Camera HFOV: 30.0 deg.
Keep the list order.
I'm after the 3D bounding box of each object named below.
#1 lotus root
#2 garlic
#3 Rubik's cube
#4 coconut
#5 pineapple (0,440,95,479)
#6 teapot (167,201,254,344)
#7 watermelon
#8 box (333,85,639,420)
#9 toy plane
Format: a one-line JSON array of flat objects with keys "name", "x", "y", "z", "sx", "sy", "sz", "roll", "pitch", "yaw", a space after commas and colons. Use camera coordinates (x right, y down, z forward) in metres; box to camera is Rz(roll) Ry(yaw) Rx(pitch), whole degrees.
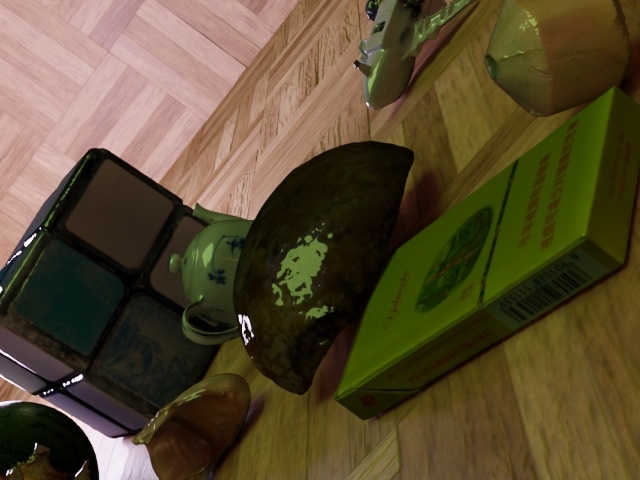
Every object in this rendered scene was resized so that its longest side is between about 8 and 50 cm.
[{"name": "lotus root", "x": -0.006, "y": -0.001, "z": 1.310, "sx": 0.314, "sy": 0.142, "sz": 0.210, "roll": -68, "pitch": 5, "yaw": -57}, {"name": "garlic", "x": -0.146, "y": 0.228, "z": 1.428, "sx": 0.174, "sy": 0.099, "sz": 0.124, "roll": -44, "pitch": -1, "yaw": 24}, {"name": "Rubik's cube", "x": -0.327, "y": 0.095, "z": 1.830, "sx": 0.318, "sy": 0.313, "sz": 0.316, "roll": -63, "pitch": 16, "yaw": -23}, {"name": "coconut", "x": 0.209, "y": -0.173, "z": 1.080, "sx": 0.122, "sy": 0.116, "sz": 0.116, "roll": -17, "pitch": 16, "yaw": -3}, {"name": "pineapple", "x": -0.277, "y": 0.375, "z": 1.008, "sx": 0.352, "sy": 0.352, "sz": 0.300, "roll": -50, "pitch": 12, "yaw": 19}, {"name": "teapot", "x": -0.132, "y": 0.044, "z": 1.588, "sx": 0.159, "sy": 0.159, "sz": 0.232, "roll": -43, "pitch": 31, "yaw": 38}, {"name": "watermelon", "x": -0.450, "y": 0.357, "z": 1.775, "sx": 0.242, "sy": 0.242, "sz": 0.242, "roll": -50, "pitch": 15, "yaw": 19}, {"name": "box", "x": 0.142, "y": 0.020, "z": 1.049, "sx": 0.335, "sy": 0.047, "sz": 0.187, "roll": -39, "pitch": 22, "yaw": 44}, {"name": "toy plane", "x": 0.111, "y": -0.297, "z": 1.737, "sx": 0.251, "sy": 0.101, "sz": 0.255, "roll": -14, "pitch": 42, "yaw": 52}]
